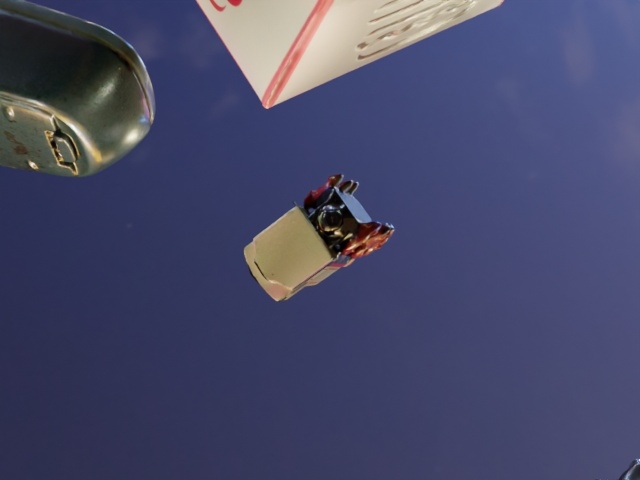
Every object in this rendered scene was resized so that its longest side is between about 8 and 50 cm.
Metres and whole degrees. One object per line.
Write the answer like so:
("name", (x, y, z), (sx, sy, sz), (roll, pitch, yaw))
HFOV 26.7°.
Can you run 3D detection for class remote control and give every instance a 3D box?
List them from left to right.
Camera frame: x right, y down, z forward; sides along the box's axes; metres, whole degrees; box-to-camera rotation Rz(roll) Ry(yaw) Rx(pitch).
("remote control", (-0.164, -0.065, 0.456), (0.072, 0.222, 0.042), (83, -158, -60))

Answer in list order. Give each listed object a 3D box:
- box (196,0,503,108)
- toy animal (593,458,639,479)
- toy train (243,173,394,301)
("box", (0.032, -0.348, 1.147), (0.314, 0.300, 0.312), (-27, -102, -28))
("toy animal", (0.104, 0.212, 0.583), (0.343, 0.106, 0.168), (-10, -101, -59))
("toy train", (0.000, 0.000, 0.903), (0.050, 0.087, 0.138), (54, -173, 6))
